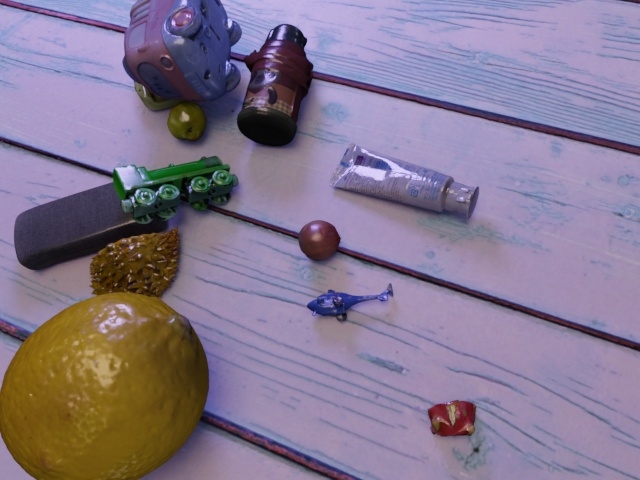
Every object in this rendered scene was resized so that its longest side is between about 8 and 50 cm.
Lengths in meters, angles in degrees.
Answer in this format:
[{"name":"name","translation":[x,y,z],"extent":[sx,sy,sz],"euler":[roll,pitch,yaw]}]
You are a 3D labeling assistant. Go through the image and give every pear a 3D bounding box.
[{"name":"pear","translation":[-0.301,-0.271,1.267],"extent":[0.092,0.092,0.097],"euler":[-40,66,-9]}]

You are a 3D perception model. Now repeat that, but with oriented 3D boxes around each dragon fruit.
[{"name":"dragon fruit","translation":[0.226,0.303,0.945],"extent":[0.084,0.060,0.056],"euler":[-4,63,5]}]

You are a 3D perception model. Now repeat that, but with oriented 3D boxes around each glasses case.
[{"name":"glasses case","translation":[-0.495,-0.041,1.203],"extent":[0.324,0.074,0.131],"euler":[-17,64,1]}]

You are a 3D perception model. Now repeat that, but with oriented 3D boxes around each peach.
[{"name":"peach","translation":[-0.002,-0.001,1.103],"extent":[0.083,0.083,0.083],"euler":[-3,66,8]}]

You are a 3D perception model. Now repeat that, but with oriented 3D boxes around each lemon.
[{"name":"lemon","translation":[-0.352,0.250,0.933],"extent":[0.337,0.336,0.335],"euler":[-3,66,8]}]

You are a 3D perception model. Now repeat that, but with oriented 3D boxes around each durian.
[{"name":"durian","translation":[-0.380,0.053,1.140],"extent":[0.183,0.165,0.132],"euler":[1,23,-14]}]

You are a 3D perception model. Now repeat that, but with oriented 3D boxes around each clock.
[{"name":"clock","translation":[-0.336,-0.420,1.346],"extent":[0.232,0.069,0.169],"euler":[-19,65,1]}]

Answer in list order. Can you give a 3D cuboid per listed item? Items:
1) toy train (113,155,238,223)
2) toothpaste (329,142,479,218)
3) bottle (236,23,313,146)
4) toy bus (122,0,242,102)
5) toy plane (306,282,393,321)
[{"name":"toy train","translation":[-0.298,-0.116,1.160],"extent":[0.252,0.085,0.119],"euler":[-19,62,-32]},{"name":"toothpaste","translation":[0.169,-0.119,1.141],"extent":[0.300,0.073,0.113],"euler":[20,72,24]},{"name":"bottle","translation":[-0.101,-0.353,1.242],"extent":[0.156,0.143,0.271],"euler":[14,70,-12]},{"name":"toy bus","translation":[-0.316,-0.436,1.217],"extent":[0.232,0.197,0.293],"euler":[-11,64,16]},{"name":"toy plane","translation":[0.055,0.112,1.065],"extent":[0.167,0.054,0.062],"euler":[-8,40,6]}]
